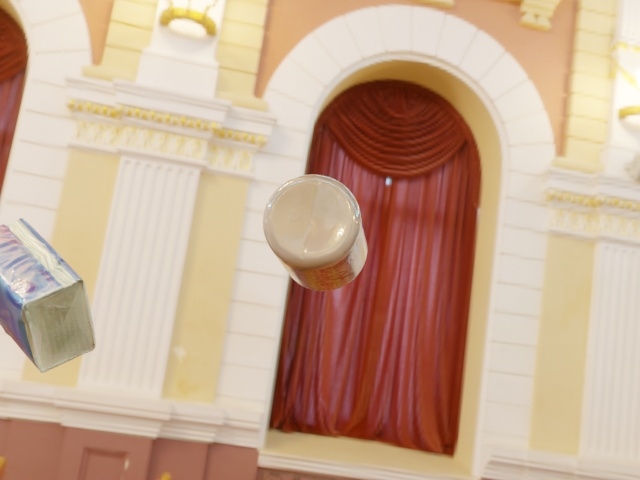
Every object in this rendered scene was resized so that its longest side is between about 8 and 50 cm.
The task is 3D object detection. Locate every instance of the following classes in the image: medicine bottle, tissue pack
[{"bbox_3d":[0.000,0.000,0.909,0.107,0.107,0.191,7,-14,9],"label":"medicine bottle"},{"bbox_3d":[-0.586,0.109,1.569,0.146,0.198,0.263,-26,46,-32],"label":"tissue pack"}]
